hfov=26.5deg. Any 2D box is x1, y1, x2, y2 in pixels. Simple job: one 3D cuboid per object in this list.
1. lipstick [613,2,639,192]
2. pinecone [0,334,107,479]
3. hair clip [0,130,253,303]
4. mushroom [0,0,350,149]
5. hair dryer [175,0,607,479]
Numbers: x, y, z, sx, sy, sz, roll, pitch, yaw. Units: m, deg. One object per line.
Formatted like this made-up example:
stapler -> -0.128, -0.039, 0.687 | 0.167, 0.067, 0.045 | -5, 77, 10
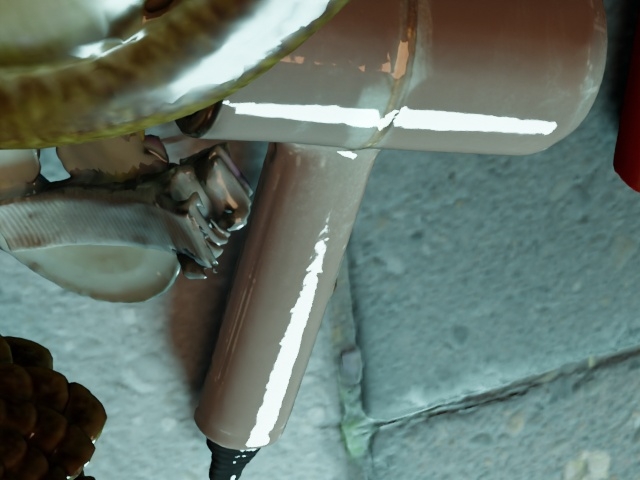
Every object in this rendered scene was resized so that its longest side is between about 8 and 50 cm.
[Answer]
lipstick -> 0.199, -0.153, 0.675 | 0.073, 0.073, 0.279 | -9, 123, -16
pinecone -> -0.201, 0.137, 0.640 | 0.169, 0.185, 0.212 | 9, 134, -41
hair clip -> -0.108, -0.013, 0.608 | 0.049, 0.172, 0.116 | -54, 130, -40
mushroom -> -0.119, -0.165, 0.414 | 0.346, 0.259, 0.345 | 3, 126, 4
hair dryer -> 0.000, 0.000, 0.693 | 0.189, 0.106, 0.344 | 1, 128, -23
